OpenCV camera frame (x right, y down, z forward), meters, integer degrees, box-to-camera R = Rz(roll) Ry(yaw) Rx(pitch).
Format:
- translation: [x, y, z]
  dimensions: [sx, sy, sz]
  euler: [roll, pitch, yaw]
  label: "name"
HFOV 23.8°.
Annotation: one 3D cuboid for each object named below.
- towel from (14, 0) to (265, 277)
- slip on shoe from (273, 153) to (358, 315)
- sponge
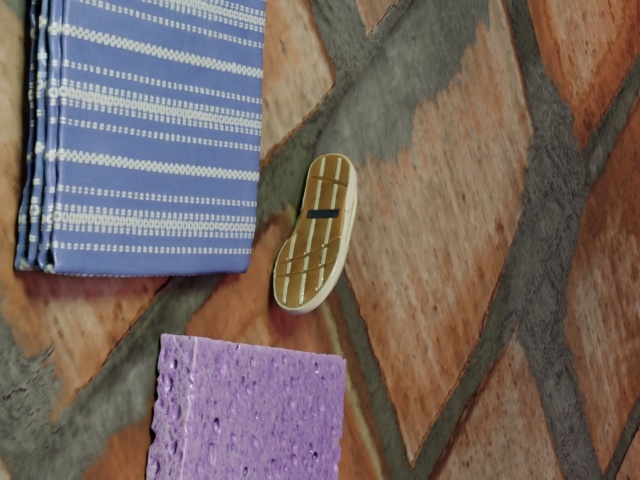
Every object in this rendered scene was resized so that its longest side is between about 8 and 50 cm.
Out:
- translation: [-0.108, -0.144, 0.975]
  dimensions: [0.243, 0.040, 0.336]
  euler: [0, 92, -61]
  label: "towel"
- translation: [0.000, 0.000, 1.143]
  dimensions: [0.041, 0.051, 0.135]
  euler: [65, 32, -55]
  label: "slip on shoe"
- translation: [-0.047, 0.132, 1.078]
  dimensions: [0.210, 0.031, 0.117]
  euler: [16, 77, -59]
  label: "sponge"
